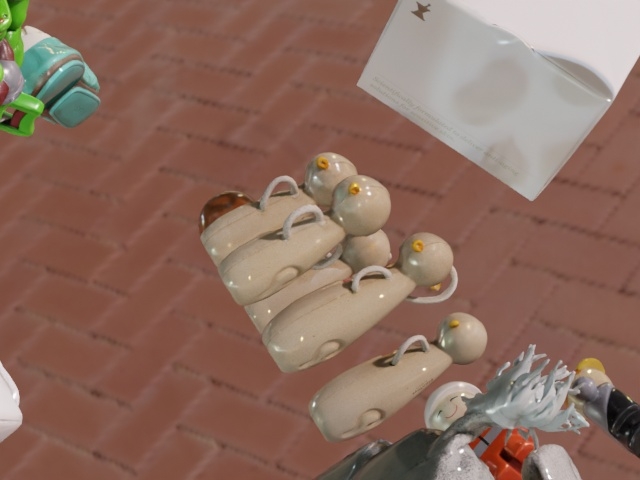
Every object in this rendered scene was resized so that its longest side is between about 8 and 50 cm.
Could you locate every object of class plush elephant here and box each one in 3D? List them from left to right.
[{"bbox_3d":[0.122,0.256,1.081,0.330,0.255,0.272,-42,16,15],"label":"plush elephant"}]

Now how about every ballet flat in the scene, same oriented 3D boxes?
[{"bbox_3d":[-0.278,-0.166,1.527,0.083,0.087,0.247,-43,-2,-2],"label":"ballet flat"}]

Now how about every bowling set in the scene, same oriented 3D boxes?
[{"bbox_3d":[0.000,0.000,1.161,0.154,0.287,0.200,-31,56,-3],"label":"bowling set"}]

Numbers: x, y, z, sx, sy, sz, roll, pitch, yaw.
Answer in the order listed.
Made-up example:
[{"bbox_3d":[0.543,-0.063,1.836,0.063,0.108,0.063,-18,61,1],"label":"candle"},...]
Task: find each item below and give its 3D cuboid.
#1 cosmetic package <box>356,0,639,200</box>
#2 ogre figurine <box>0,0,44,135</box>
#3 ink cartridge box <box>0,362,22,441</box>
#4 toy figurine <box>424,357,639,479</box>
[{"bbox_3d":[0.211,-0.235,1.383,0.197,0.155,0.365,35,52,3],"label":"cosmetic package"},{"bbox_3d":[-0.250,-0.115,1.117,0.097,0.118,0.197,-1,65,-11],"label":"ogre figurine"},{"bbox_3d":[-0.430,0.052,1.094,0.166,0.395,0.285,-39,70,11],"label":"ink cartridge box"},{"bbox_3d":[0.199,0.222,1.393,0.210,0.213,0.148,-11,23,-22],"label":"toy figurine"}]
